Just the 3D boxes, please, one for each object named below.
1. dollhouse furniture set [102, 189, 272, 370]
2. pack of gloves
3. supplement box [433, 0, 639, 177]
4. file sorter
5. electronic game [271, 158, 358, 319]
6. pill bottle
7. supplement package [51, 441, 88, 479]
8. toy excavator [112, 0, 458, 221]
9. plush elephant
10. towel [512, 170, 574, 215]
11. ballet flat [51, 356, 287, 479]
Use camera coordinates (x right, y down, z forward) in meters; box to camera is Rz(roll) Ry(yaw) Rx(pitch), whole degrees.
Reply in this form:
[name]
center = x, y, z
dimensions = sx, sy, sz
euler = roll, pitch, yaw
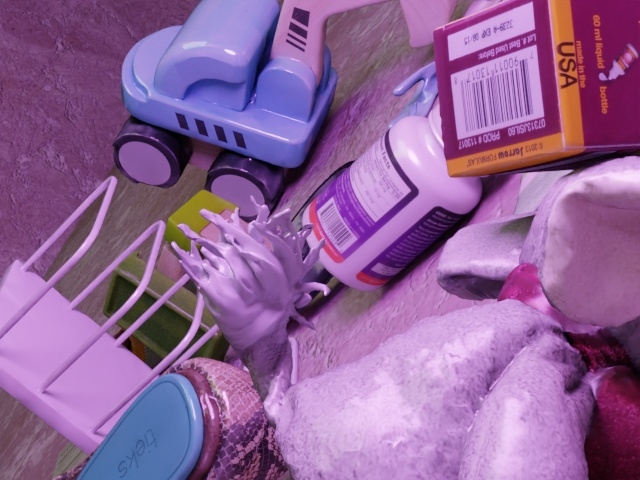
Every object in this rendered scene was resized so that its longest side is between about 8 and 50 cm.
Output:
[dollhouse furniture set]
center = -0.168, 0.118, 1.616
dimensions = 0.197, 0.151, 0.301
euler = -46, -15, -45
[pack of gloves]
center = 0.156, -0.219, 1.499
dimensions = 0.232, 0.046, 0.195
euler = -57, 16, -17
[supplement box]
center = 0.166, -0.081, 0.660
dimensions = 0.104, 0.188, 0.081
euler = -8, 87, 63
[file sorter]
center = -0.171, 0.104, 1.284
dimensions = 0.173, 0.277, 0.193
euler = -42, 18, 17
[electronic game]
center = 0.000, 0.000, 1.440
dimensions = 0.229, 0.048, 0.229
euler = -50, 14, 17
[pill bottle]
center = 0.082, -0.048, 1.211
dimensions = 0.193, 0.108, 0.108
euler = -42, 18, 29
[supplement package]
center = -0.216, 0.264, 1.355
dimensions = 0.105, 0.105, 0.179
euler = -47, 16, 15
[toy excavator]
center = -0.058, -0.246, 1.727
dimensions = 0.445, 0.433, 0.222
euler = 99, -168, -48
[plush elephant]
center = 0.121, 0.077, 0.595
dimensions = 0.255, 0.330, 0.272
euler = -29, 4, 0
[towel]
center = 0.253, -0.160, 1.035
dimensions = 0.248, 0.038, 0.325
euler = -50, 11, 38
[ballet flat]
center = -0.186, 0.271, 1.150
dimensions = 0.483, 0.182, 0.164
euler = -40, 53, 27
